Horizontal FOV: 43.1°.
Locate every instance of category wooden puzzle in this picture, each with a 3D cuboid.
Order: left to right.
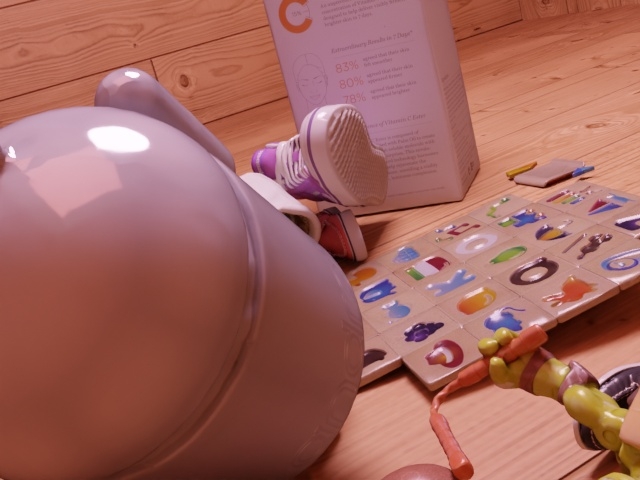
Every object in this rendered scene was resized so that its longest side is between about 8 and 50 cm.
[{"bbox_3d":[0.306,-0.090,1.086,0.078,0.014,0.116,-23,17,-11],"label":"wooden puzzle"}]

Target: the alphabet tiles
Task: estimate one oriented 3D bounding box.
[{"bbox_3d":[0.147,0.031,0.756,0.342,0.011,0.285,-26,18,-9],"label":"alphabet tiles"}]

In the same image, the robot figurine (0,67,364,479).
[{"bbox_3d":[-0.099,0.049,0.490,0.200,0.300,0.353,-13,-22,19],"label":"robot figurine"}]

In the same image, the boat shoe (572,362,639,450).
[{"bbox_3d":[0.211,0.099,0.498,0.125,0.046,0.038,-14,9,-25],"label":"boat shoe"}]

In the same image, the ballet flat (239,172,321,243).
[{"bbox_3d":[-0.141,0.048,0.830,0.139,0.139,0.400,0,28,42],"label":"ballet flat"}]

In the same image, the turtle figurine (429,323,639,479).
[{"bbox_3d":[0.199,0.080,0.388,0.217,0.087,0.269,-48,33,-16],"label":"turtle figurine"}]

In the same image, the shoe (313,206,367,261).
[{"bbox_3d":[0.000,0.000,0.985,0.081,0.063,0.178,-19,11,-7],"label":"shoe"}]

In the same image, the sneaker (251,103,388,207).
[{"bbox_3d":[-0.019,-0.088,0.958,0.161,0.102,0.282,4,-8,13],"label":"sneaker"}]

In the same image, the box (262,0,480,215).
[{"bbox_3d":[0.079,-0.227,1.150,0.215,0.345,0.168,-7,18,23],"label":"box"}]

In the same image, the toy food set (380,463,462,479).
[{"bbox_3d":[0.028,0.164,0.395,0.128,0.071,0.218,-9,17,20],"label":"toy food set"}]
